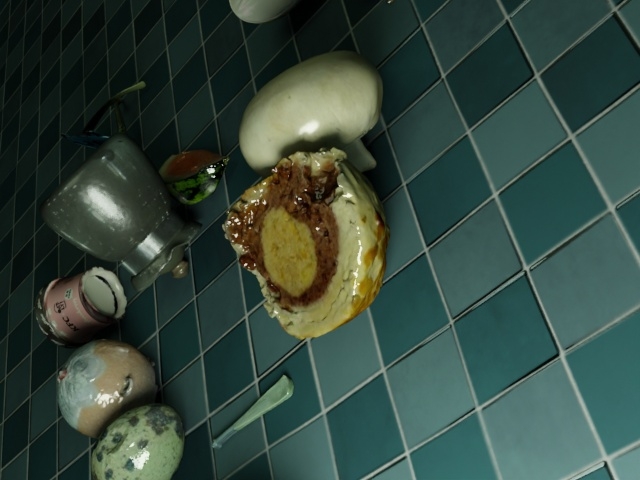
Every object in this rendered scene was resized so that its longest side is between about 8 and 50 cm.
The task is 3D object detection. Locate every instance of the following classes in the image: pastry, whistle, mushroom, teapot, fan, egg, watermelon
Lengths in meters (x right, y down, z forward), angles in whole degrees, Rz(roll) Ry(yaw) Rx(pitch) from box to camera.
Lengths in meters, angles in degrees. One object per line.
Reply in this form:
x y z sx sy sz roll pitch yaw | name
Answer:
0.008 0.002 1.231 0.256 0.170 0.237 -37 78 39 | pastry
-0.429 0.282 1.606 0.347 0.189 0.189 -22 54 55 | whistle
0.002 -0.175 1.311 0.246 0.202 0.246 -39 7 6 | mushroom
-0.377 -0.016 1.626 0.305 0.285 0.223 -35 16 38 | teapot
-0.108 0.274 1.341 0.193 0.016 0.038 -42 41 26 | fan
-0.300 0.352 1.424 0.182 0.141 0.141 -51 39 4 | egg
-0.260 -0.134 1.710 0.245 0.063 0.119 8 59 56 | watermelon

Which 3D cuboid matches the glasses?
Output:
-0.492 -0.283 2.060 0.207 0.102 0.239 -48 30 -23 | glasses

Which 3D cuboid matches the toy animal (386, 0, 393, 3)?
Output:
0.055 -0.496 1.477 0.099 0.056 0.241 -32 75 24 | toy animal

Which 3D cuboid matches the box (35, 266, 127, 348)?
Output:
-0.485 0.133 1.763 0.135 0.151 0.151 -23 53 29 | box

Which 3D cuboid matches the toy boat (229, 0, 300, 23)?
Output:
-0.051 -0.519 1.604 0.269 0.140 0.141 -42 43 22 | toy boat
